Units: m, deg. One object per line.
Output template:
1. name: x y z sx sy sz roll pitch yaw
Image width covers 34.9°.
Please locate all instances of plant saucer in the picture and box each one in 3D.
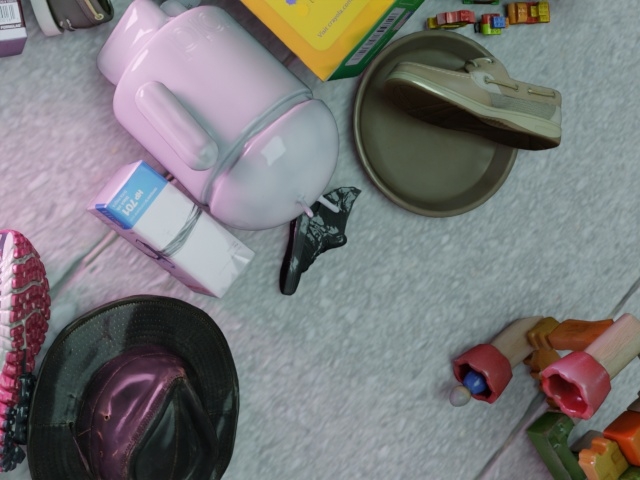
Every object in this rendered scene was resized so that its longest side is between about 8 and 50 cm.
1. plant saucer: 0.171 -0.173 1.518 0.277 0.041 0.278 0 91 -20

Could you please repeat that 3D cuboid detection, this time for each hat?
1. hat: -0.214 0.239 1.304 0.331 0.134 0.331 -3 96 -31

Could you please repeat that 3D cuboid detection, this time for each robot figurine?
1. robot figurine: -0.119 -0.153 1.288 0.353 0.300 0.200 44 117 8

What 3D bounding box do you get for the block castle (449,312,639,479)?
1. block castle: 0.404 0.335 1.478 0.213 0.303 0.453 -36 103 -23

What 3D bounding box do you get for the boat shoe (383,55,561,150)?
1. boat shoe: 0.225 -0.212 1.464 0.302 0.109 0.098 14 80 -26

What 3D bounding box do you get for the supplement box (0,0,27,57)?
1. supplement box: -0.419 -0.351 1.242 0.073 0.130 0.239 -11 94 -19

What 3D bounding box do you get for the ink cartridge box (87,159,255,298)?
1. ink cartridge box: -0.196 -0.014 1.326 0.190 0.139 0.082 41 76 -17

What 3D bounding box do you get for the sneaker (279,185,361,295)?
1. sneaker: -0.001 0.000 1.448 0.089 0.051 0.170 12 83 -16

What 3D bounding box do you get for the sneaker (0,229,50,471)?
1. sneaker: -0.414 0.132 1.264 0.112 0.121 0.299 6 81 7

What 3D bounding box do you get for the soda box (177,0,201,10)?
1. soda box: -0.238 -0.392 1.329 0.216 0.074 0.069 29 37 -19

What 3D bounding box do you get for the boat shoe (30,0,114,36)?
1. boat shoe: -0.326 -0.391 1.224 0.091 0.109 0.305 -8 132 0

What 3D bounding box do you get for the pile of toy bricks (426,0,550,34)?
1. pile of toy bricks: 0.265 -0.370 1.515 0.212 0.105 0.118 -7 93 -21

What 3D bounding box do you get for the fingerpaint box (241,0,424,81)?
1. fingerpaint box: 0.040 -0.482 1.234 0.371 0.163 0.445 44 111 5
